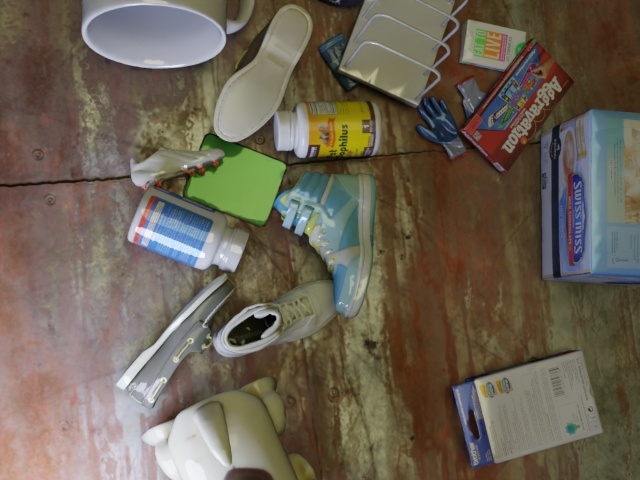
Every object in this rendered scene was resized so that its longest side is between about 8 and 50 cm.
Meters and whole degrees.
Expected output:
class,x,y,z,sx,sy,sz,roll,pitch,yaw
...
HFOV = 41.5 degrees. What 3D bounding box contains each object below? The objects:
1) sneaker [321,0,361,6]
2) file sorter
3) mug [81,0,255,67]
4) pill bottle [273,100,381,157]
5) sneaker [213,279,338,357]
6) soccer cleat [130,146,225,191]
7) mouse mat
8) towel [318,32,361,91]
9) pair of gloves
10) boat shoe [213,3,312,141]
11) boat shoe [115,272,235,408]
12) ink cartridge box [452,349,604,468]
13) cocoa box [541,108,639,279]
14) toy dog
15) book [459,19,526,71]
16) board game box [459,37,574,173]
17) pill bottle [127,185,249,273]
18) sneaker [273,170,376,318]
class,x,y,z,sx,sy,sz,roll,pitch,yaw
sneaker,-0.017,-0.623,1.815,0.300,0.111,0.121,38,75,-7
file sorter,0.189,-0.465,1.785,0.193,0.173,0.277,23,74,-10
mug,-0.288,-0.541,1.694,0.374,0.276,0.328,9,73,-40
pill bottle,0.013,-0.232,1.771,0.215,0.117,0.117,-3,84,-11
sneaker,-0.068,0.157,1.689,0.293,0.169,0.108,-24,87,-14
soccer cleat,-0.294,-0.164,1.729,0.196,0.068,0.076,-18,82,-6
mouse mat,-0.179,-0.127,1.780,0.190,0.007,0.152,21,80,-9
towel,0.052,-0.388,1.840,0.067,0.029,0.119,-34,91,-11
pair of gloves,0.309,-0.270,1.881,0.198,0.023,0.159,-29,88,-13
boat shoe,-0.128,-0.343,1.767,0.117,0.097,0.324,31,80,-18
boat shoe,-0.271,0.198,1.679,0.091,0.109,0.305,43,84,-4
ink cartridge box,0.439,0.361,1.817,0.311,0.065,0.185,-13,86,-14
cocoa box,0.627,-0.084,1.815,0.232,0.228,0.347,3,83,-11
toy dog,-0.110,0.475,1.543,0.285,0.395,0.407,-21,80,-21
book,0.389,-0.436,1.911,0.144,0.035,0.096,8,85,-12
board game box,0.442,-0.301,1.888,0.145,0.027,0.281,42,76,-16
pill bottle,-0.261,-0.015,1.692,0.222,0.124,0.124,23,80,-7
sneaker,0.000,0.000,1.729,0.208,0.127,0.319,9,64,-9
